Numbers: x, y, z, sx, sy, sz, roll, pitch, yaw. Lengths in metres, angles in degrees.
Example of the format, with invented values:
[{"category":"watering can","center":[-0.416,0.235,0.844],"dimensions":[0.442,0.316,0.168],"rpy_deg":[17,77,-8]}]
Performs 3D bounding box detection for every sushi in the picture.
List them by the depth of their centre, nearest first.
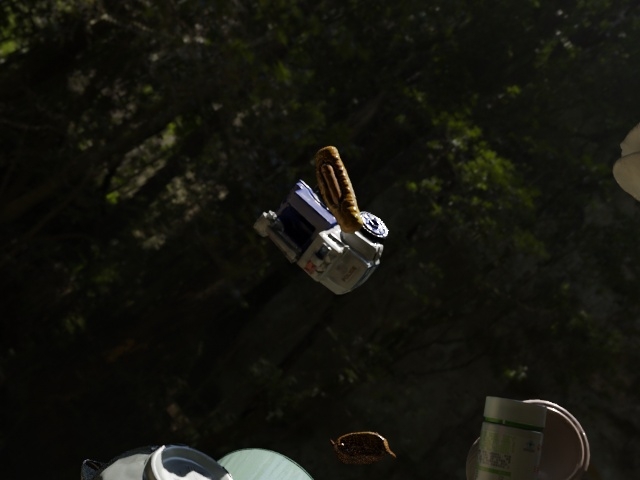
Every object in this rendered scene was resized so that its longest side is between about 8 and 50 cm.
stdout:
[{"category":"sushi","center":[0.079,0.389,1.657],"dimensions":[0.055,0.120,0.052],"rpy_deg":[87,-4,-63]}]

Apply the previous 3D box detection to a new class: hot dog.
[{"category":"hot dog","center":[0.021,-0.069,1.209],"dimensions":[0.028,0.044,0.137],"rpy_deg":[42,28,-62]}]

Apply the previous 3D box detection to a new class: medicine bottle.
[{"category":"medicine bottle","center":[0.255,0.311,1.213],"dimensions":[0.086,0.183,0.086],"rpy_deg":[11,-9,2]}]

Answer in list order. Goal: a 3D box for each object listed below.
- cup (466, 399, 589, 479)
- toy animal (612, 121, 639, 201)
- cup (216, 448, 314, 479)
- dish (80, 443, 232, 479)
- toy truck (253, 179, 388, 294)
[{"category":"cup","center":[0.445,0.504,1.886],"dimensions":[0.273,0.208,0.288],"rpy_deg":[95,-15,-61]},{"category":"toy animal","center":[0.600,-0.085,1.347],"dimensions":[0.206,0.271,0.265],"rpy_deg":[55,21,-56]},{"category":"cup","center":[-0.153,0.665,1.784],"dimensions":[0.310,0.392,0.401],"rpy_deg":[-34,-93,19]},{"category":"dish","center":[-0.219,0.400,1.352],"dimensions":[0.303,0.303,0.120],"rpy_deg":[41,-72,25]},{"category":"toy truck","center":[0.000,0.000,1.610],"dimensions":[0.213,0.177,0.161],"rpy_deg":[42,-69,11]}]
